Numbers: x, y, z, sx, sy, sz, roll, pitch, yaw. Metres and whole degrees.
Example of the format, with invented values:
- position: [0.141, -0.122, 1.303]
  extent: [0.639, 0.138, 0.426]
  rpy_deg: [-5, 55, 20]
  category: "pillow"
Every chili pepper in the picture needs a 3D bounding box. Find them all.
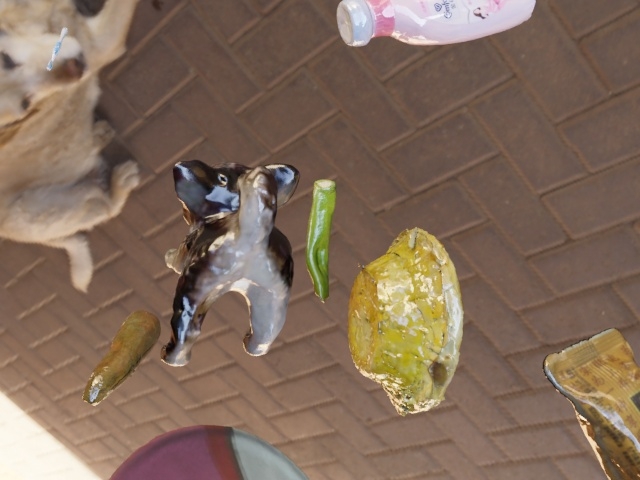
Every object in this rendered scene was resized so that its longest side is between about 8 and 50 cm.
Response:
- position: [0.000, 0.000, 1.345]
  extent: [0.050, 0.052, 0.201]
  rpy_deg: [7, 98, 27]
  category: "chili pepper"

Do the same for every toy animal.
- position: [-0.131, -0.019, 1.207]
  extent: [0.194, 0.344, 0.302]
  rpy_deg: [6, 119, -19]
  category: "toy animal"

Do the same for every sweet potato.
- position: [-0.337, 0.197, 1.408]
  extent: [0.075, 0.273, 0.075]
  rpy_deg: [2, 112, 6]
  category: "sweet potato"

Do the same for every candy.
- position: [0.398, 0.245, 1.040]
  extent: [0.271, 0.143, 0.101]
  rpy_deg: [61, 150, 11]
  category: "candy"

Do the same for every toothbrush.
- position: [-0.564, -0.412, 1.737]
  extent: [0.014, 0.162, 0.017]
  rpy_deg: [15, 130, -15]
  category: "toothbrush"

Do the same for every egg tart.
- position: [0.112, 0.121, 1.215]
  extent: [0.116, 0.294, 0.295]
  rpy_deg: [0, 142, -19]
  category: "egg tart"

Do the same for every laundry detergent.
- position: [0.192, -0.402, 1.370]
  extent: [0.088, 0.335, 0.159]
  rpy_deg: [115, 136, -67]
  category: "laundry detergent"

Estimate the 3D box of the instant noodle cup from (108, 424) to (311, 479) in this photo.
- position: [-0.104, 0.246, 0.481]
  extent: [0.178, 0.235, 0.235]
  rpy_deg: [-28, 109, 30]
  category: "instant noodle cup"
